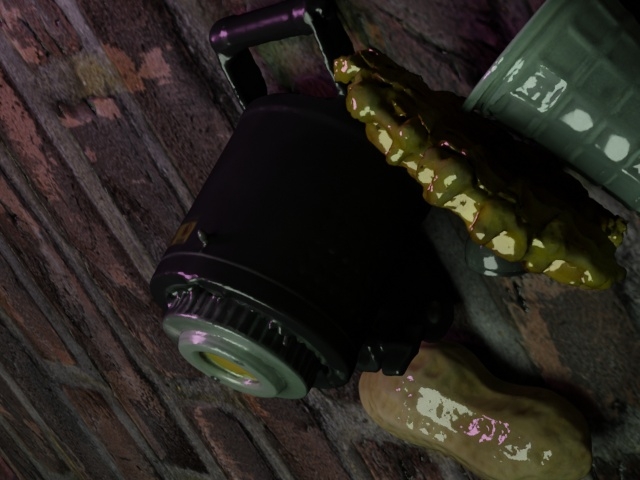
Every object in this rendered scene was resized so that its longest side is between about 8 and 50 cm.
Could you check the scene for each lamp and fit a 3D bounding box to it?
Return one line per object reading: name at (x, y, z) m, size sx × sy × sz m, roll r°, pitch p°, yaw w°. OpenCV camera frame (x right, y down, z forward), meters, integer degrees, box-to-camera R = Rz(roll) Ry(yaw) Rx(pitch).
lamp at (-0.034, 0.002, 1.175) m, size 0.205 × 0.272 × 0.374 m, roll -4°, pitch 124°, yaw 50°

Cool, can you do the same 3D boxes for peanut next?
peanut at (0.159, 0.172, 1.311) m, size 0.274 × 0.111 × 0.125 m, roll 19°, pitch 125°, yaw 33°

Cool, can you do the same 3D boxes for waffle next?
waffle at (0.133, -0.047, 0.950) m, size 0.291 × 0.291 × 0.051 m, roll 41°, pitch 108°, yaw 9°

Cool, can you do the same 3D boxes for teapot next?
teapot at (0.173, -0.002, 1.135) m, size 0.088 × 0.066 × 0.057 m, roll 7°, pitch 118°, yaw 17°

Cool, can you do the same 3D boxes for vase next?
vase at (0.257, -0.051, 0.898) m, size 0.299 × 0.143 × 0.143 m, roll 41°, pitch 149°, yaw 3°
